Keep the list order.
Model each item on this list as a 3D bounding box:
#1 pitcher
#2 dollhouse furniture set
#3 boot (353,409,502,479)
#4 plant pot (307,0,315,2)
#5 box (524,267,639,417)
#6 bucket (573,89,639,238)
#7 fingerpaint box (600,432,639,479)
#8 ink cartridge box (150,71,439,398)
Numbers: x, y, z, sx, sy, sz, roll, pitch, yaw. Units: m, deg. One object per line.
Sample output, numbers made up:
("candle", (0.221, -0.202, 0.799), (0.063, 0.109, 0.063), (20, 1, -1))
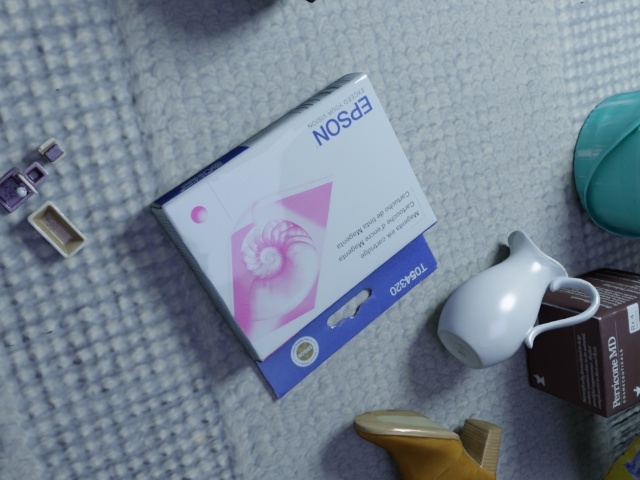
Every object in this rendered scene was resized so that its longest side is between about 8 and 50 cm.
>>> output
("pitcher", (0.293, 0.105, 1.029), (0.207, 0.177, 0.126), (-43, 142, -18))
("dollhouse furniture set", (-0.287, -0.041, 0.757), (0.091, 0.081, 0.114), (-45, 114, -15))
("boot", (0.154, 0.372, 1.033), (0.295, 0.104, 0.212), (14, 90, -32))
("plant pot", (-0.082, -0.409, 0.762), (0.230, 0.215, 0.216), (16, 90, -13))
("box", (0.468, 0.157, 1.129), (0.203, 0.167, 0.169), (-16, 104, -25))
("bucket", (0.570, -0.126, 1.135), (0.281, 0.183, 0.282), (-4, 98, -26))
("fingerpaint box", (0.661, 0.306, 1.127), (0.371, 0.163, 0.445), (-34, 148, -20))
("ink cartridge box", (0.000, 0.000, 0.922), (0.324, 0.071, 0.330), (-38, 111, -18))
